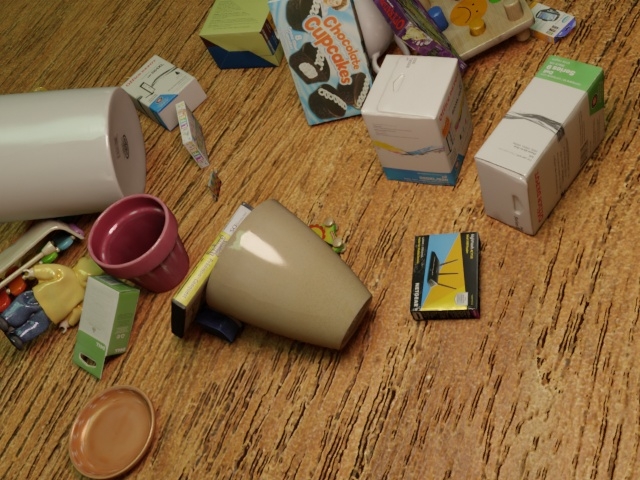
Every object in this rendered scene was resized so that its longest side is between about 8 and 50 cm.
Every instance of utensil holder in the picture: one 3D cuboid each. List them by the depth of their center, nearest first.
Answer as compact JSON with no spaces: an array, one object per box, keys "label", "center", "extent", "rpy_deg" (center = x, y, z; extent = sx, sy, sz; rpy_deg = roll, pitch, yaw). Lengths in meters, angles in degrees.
[{"label":"utensil holder","center":[-0.665,-0.214,1.802],"extent":[0.385,0.327,0.328],"rpy_deg":[-5,55,2]}]

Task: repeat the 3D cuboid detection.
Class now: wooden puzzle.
[{"label":"wooden puzzle","center":[-0.263,-0.140,1.796],"extent":[0.006,0.049,0.083],"rpy_deg":[-6,56,20]}]

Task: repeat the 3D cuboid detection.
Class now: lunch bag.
[{"label":"lunch bag","center":[-0.216,0.169,1.558],"extent":[0.098,0.067,0.065],"rpy_deg":[17,64,33]}]

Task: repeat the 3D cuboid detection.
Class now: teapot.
[{"label":"teapot","center":[0.066,-0.514,1.810],"extent":[0.256,0.252,0.187],"rpy_deg":[-1,62,40]}]

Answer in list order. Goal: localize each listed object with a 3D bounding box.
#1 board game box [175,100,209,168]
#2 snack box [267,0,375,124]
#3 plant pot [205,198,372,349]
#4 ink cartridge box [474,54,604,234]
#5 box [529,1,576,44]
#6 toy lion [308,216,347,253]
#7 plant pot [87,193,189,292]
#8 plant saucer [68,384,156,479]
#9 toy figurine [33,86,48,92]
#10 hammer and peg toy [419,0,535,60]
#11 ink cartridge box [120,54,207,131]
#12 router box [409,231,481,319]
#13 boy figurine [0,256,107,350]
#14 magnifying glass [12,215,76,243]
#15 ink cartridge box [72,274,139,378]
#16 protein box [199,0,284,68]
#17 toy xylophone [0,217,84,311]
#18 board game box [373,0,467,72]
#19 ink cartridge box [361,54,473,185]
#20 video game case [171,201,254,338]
[{"label":"board game box","center":[-0.333,-0.276,1.882],"extent":[0.026,0.103,0.154],"rpy_deg":[-23,52,6]},{"label":"snack box","center":[0.015,-0.446,1.724],"extent":[0.187,0.322,0.060],"rpy_deg":[-10,34,16]},{"label":"plant pot","center":[-0.043,0.094,1.449],"extent":[0.274,0.256,0.256],"rpy_deg":[31,71,12]},{"label":"ink cartridge box","center":[0.444,-0.189,1.447],"extent":[0.121,0.211,0.289],"rpy_deg":[29,71,33]},{"label":"box","center":[0.549,-0.525,1.751],"extent":[0.081,0.028,0.136],"rpy_deg":[-44,55,-10]},{"label":"toy lion","center":[0.000,0.000,1.613],"extent":[0.096,0.034,0.100],"rpy_deg":[-30,52,9]},{"label":"plant pot","center":[-0.397,0.022,1.657],"extent":[0.201,0.180,0.201],"rpy_deg":[-11,54,15]},{"label":"plant saucer","center":[-0.429,0.401,1.505],"extent":[0.200,0.037,0.200],"rpy_deg":[-11,54,15]},{"label":"toy figurine","center":[-0.821,-0.304,2.032],"extent":[0.209,0.213,0.148],"rpy_deg":[-23,36,1]},{"label":"hammer and peg toy","center":[0.348,-0.588,1.796],"extent":[0.266,0.127,0.361],"rpy_deg":[-26,51,15]},{"label":"ink cartridge box","center":[-0.443,-0.417,2.032],"extent":[0.203,0.086,0.148],"rpy_deg":[34,75,34]},{"label":"router box","center":[0.253,0.070,1.452],"extent":[0.133,0.046,0.179],"rpy_deg":[-4,56,19]},{"label":"boy figurine","center":[-0.624,0.124,1.698],"extent":[0.285,0.177,0.092],"rpy_deg":[-42,22,-23]},{"label":"magnifying glass","center":[-0.726,-0.057,1.943],"extent":[0.231,0.026,0.092],"rpy_deg":[-38,53,-9]},{"label":"ink cartridge box","center":[-0.485,0.192,1.627],"extent":[0.109,0.062,0.209],"rpy_deg":[21,102,31]},{"label":"protein box","center":[-0.196,-0.604,2.029],"extent":[0.199,0.136,0.201],"rpy_deg":[4,60,25]},{"label":"toy xylophone","center":[-0.731,0.065,1.782],"extent":[0.322,0.081,0.236],"rpy_deg":[-40,29,-6]},{"label":"board game box","center":[0.188,-0.521,1.631],"extent":[0.056,0.208,0.347],"rpy_deg":[-48,44,28]},{"label":"ink cartridge box","center":[0.217,-0.259,1.571],"extent":[0.168,0.233,0.171],"rpy_deg":[9,62,27]},{"label":"video game case","center":[-0.228,0.070,1.510],"extent":[0.035,0.275,0.248],"rpy_deg":[33,67,1]}]
